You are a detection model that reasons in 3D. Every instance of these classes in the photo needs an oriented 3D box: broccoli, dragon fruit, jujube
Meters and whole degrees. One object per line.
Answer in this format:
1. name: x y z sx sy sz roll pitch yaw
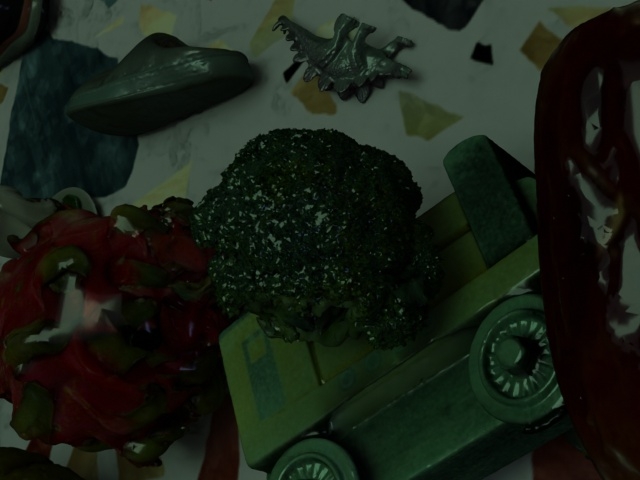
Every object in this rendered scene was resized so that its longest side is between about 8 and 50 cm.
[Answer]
1. broccoli: 0.000 0.000 0.731 0.195 0.195 0.156 27 137 40
2. dragon fruit: -0.205 0.094 0.989 0.303 0.237 0.231 -51 31 31
3. jujube: 0.229 0.020 0.553 0.223 0.223 0.318 -16 90 36

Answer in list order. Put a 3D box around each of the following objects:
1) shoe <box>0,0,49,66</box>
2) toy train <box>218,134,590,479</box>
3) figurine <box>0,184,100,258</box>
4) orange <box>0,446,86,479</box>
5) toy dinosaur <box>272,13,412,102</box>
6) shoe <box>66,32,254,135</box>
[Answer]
1. shoe: -0.502 -0.294 1.378 0.290 0.137 0.114 -18 68 36
2. toy train: 0.085 0.099 0.796 0.397 0.160 0.253 -38 49 25
3. figurine: -0.355 -0.012 1.179 0.132 0.153 0.132 -10 74 38
4. orange: -0.328 0.358 1.021 0.300 0.223 0.301 -18 87 20
5. toy dinosaur: 0.012 -0.189 0.993 0.209 0.039 0.082 35 104 40
6. shoe: -0.183 -0.187 1.117 0.251 0.103 0.100 -9 75 32
